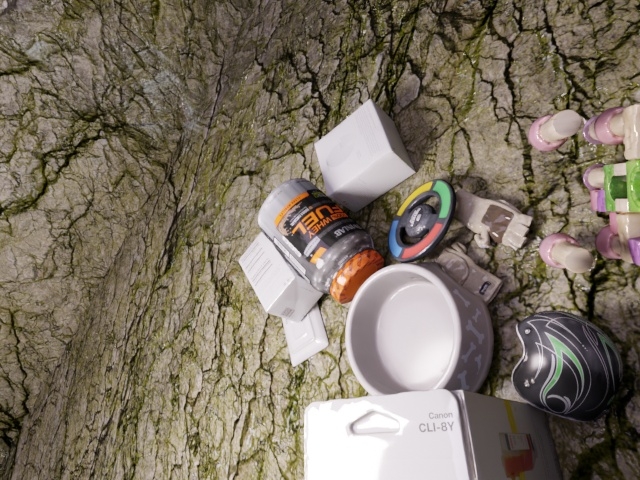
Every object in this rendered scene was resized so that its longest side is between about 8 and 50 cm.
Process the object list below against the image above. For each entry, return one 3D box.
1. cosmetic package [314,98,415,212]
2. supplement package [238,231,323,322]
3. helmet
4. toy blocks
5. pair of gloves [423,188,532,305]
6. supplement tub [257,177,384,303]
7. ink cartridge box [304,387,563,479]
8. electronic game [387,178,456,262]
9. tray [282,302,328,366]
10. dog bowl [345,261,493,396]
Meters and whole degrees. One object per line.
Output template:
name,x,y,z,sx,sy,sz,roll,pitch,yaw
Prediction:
cosmetic package,0.125,-0.245,1.243,0.225,0.138,0.224,-34,50,29
supplement package,-0.119,0.102,1.257,0.134,0.139,0.244,-51,43,11
helmet,0.421,0.206,0.731,0.169,0.169,0.161,17,97,46
toy blocks,0.546,-0.098,0.753,0.309,0.260,0.288,-6,94,16
pair of gloves,0.354,0.011,0.975,0.204,0.042,0.240,28,93,43
supplement tub,0.000,0.000,1.155,0.338,0.207,0.207,44,102,27
ink cartridge box,0.195,0.358,0.703,0.279,0.385,0.160,-22,56,35
electronic game,0.247,-0.050,1.052,0.229,0.048,0.229,-48,25,31
tray,-0.069,0.224,1.274,0.145,0.030,0.270,-39,48,24
dog bowl,0.198,0.210,0.949,0.349,0.102,0.348,-18,65,44
